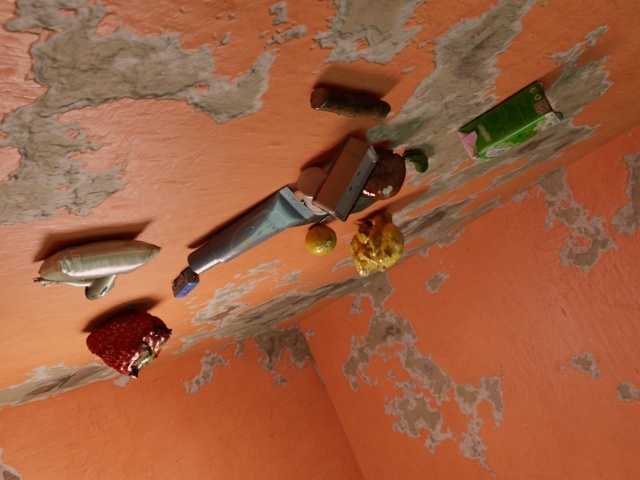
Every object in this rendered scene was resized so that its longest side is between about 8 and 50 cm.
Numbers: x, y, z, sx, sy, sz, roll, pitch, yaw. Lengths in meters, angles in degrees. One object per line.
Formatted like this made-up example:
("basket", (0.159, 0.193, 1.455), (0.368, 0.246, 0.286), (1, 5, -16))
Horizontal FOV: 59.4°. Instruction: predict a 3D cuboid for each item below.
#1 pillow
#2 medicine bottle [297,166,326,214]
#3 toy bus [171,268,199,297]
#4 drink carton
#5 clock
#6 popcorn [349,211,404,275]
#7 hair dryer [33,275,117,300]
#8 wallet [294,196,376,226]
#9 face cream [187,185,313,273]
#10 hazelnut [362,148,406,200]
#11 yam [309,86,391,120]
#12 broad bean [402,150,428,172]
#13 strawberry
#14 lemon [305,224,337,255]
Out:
("pillow", (-0.525, 0.049, 1.342), (0.254, 0.078, 0.144), (-7, 162, -45))
("medicine bottle", (-0.009, -0.132, 1.522), (0.086, 0.086, 0.183), (-25, 166, 2))
("toy bus", (-0.449, 0.143, 1.870), (0.051, 0.061, 0.153), (-6, 160, -38))
("drink carton", (0.560, -0.341, 1.658), (0.271, 0.108, 0.161), (-32, 165, 27))
("clock", (0.066, -0.152, 1.411), (0.192, 0.071, 0.147), (-61, 163, 1))
("popcorn", (0.227, 0.016, 2.179), (0.191, 0.254, 0.190), (4, -169, -31))
("hair dryer", (-0.601, 0.082, 1.445), (0.167, 0.067, 0.199), (-37, 149, 13))
("wallet", (0.048, -0.109, 1.799), (0.317, 0.044, 0.169), (-14, 164, -35))
("face cream", (-0.214, -0.019, 1.600), (0.385, 0.086, 0.135), (-29, 132, 18))
("hazelnut", (0.159, -0.182, 1.536), (0.154, 0.143, 0.143), (-6, 165, -2))
("yam", (0.068, -0.280, 1.161), (0.056, 0.057, 0.241), (-34, 163, 36))
("broad bean", (0.294, -0.243, 1.726), (0.069, 0.039, 0.227), (-37, 162, 23))
("strawberry", (-0.685, 0.350, 1.997), (0.261, 0.257, 0.261), (-50, 169, -13))
("lemon", (0.000, 0.000, 1.994), (0.109, 0.109, 0.133), (-13, 179, -40))
